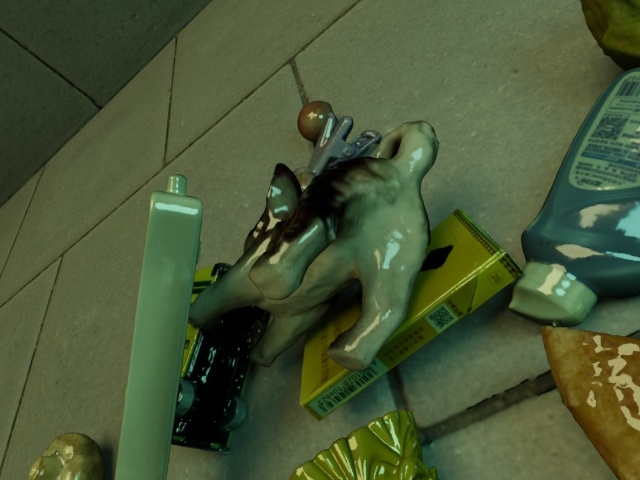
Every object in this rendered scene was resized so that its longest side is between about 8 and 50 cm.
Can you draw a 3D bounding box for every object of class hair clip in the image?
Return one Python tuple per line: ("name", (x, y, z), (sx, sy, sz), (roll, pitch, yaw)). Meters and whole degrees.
("hair clip", (-0.016, -0.114, 0.789), (0.278, 0.090, 0.137), (-49, 32, 1))

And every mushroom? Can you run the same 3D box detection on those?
("mushroom", (-0.442, 0.410, 0.768), (0.148, 0.112, 0.148), (-31, 37, 27))

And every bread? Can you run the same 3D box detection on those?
("bread", (0.289, 0.143, 0.303), (0.260, 0.129, 0.134), (4, 65, 45))

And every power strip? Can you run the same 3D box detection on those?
("power strip", (-0.186, 0.116, 0.513), (0.091, 0.062, 0.386), (-159, 77, -72))

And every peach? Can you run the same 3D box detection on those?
("peach", (-0.008, -0.234, 0.875), (0.083, 0.083, 0.083), (-23, 48, 28))

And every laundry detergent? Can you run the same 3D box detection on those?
("laundry detergent", (0.301, -0.032, 0.452), (0.143, 0.094, 0.290), (33, 88, 36))

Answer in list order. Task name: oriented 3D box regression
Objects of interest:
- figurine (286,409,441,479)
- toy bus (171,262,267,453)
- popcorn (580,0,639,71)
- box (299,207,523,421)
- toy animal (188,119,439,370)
("figurine", (0.095, 0.323, 0.345), (0.315, 0.187, 0.168), (49, 133, 40))
("toy bus", (-0.186, 0.177, 0.697), (0.150, 0.128, 0.262), (-9, 57, 41))
("popcorn", (0.395, -0.285, 0.425), (0.276, 0.276, 0.226), (-9, 61, 37))
("box", (0.088, 0.082, 0.536), (0.279, 0.041, 0.153), (-41, 14, 14))
("toy animal", (0.000, 0.000, 0.574), (0.344, 0.194, 0.303), (-20, 34, 55))
